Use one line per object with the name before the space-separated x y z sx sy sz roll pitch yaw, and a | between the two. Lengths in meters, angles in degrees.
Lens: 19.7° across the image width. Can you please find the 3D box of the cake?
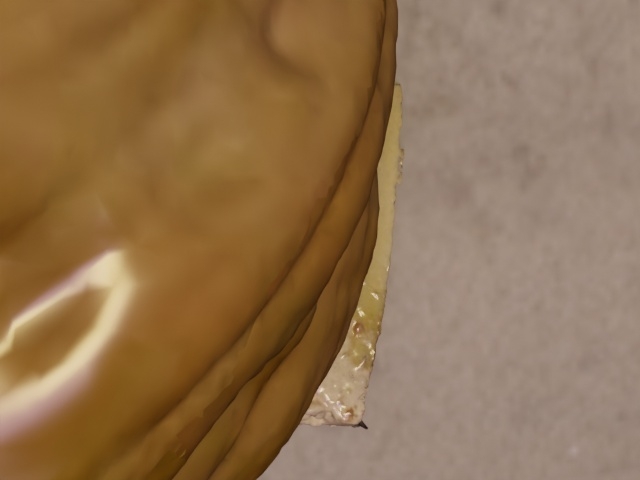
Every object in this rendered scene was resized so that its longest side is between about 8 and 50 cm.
cake | 0.000 0.000 0.604 0.052 0.065 0.121 11 99 -12

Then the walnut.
walnut | -0.141 -0.022 0.460 0.344 0.306 0.306 -28 109 1
